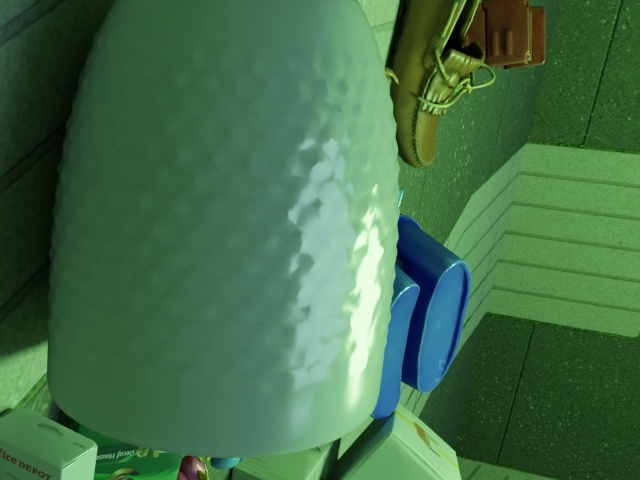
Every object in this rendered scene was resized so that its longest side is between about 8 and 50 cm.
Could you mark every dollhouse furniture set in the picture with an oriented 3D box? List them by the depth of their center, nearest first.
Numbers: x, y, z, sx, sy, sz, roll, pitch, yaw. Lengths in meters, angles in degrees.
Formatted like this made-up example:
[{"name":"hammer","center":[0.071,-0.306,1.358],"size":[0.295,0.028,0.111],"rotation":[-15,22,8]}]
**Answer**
[{"name":"dollhouse furniture set","center":[0.304,-0.486,1.770],"size":[0.201,0.152,0.374],"rotation":[-17,106,-68]}]

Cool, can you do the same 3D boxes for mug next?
[{"name":"mug","center":[-0.061,-0.049,0.848],"size":[0.374,0.276,0.328],"rotation":[-46,143,-71]}]

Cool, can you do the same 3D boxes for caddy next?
[{"name":"caddy","center":[0.101,0.121,1.654],"size":[0.241,0.179,0.341],"rotation":[-24,134,-38]}]

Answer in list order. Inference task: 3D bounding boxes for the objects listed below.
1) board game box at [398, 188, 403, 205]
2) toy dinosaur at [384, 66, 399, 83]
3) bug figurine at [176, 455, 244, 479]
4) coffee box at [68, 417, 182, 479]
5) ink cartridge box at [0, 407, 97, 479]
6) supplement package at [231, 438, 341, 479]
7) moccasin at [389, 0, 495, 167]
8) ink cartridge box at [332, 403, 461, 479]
[{"name":"board game box","center":[0.046,-0.011,1.397],"size":[0.211,0.039,0.160],"rotation":[-142,-113,-74]},{"name":"toy dinosaur","center":[0.056,-0.202,1.371],"size":[0.112,0.064,0.211],"rotation":[-55,156,-39]},{"name":"bug figurine","center":[-0.128,0.196,1.103],"size":[0.216,0.072,0.279],"rotation":[-36,146,-29]},{"name":"coffee box","center":[-0.198,0.238,0.976],"size":[0.113,0.040,0.184],"rotation":[12,100,-29]},{"name":"ink cartridge box","center":[-0.241,0.214,0.840],"size":[0.052,0.088,0.122],"rotation":[-26,131,-63]},{"name":"supplement package","center":[-0.052,0.349,1.523],"size":[0.179,0.105,0.105],"rotation":[-44,148,-56]},{"name":"moccasin","center":[0.197,-0.291,1.565],"size":[0.139,0.147,0.380],"rotation":[-32,137,-64]},{"name":"ink cartridge box","center":[0.085,0.437,1.679],"size":[0.279,0.160,0.385],"rotation":[-48,175,2]}]
